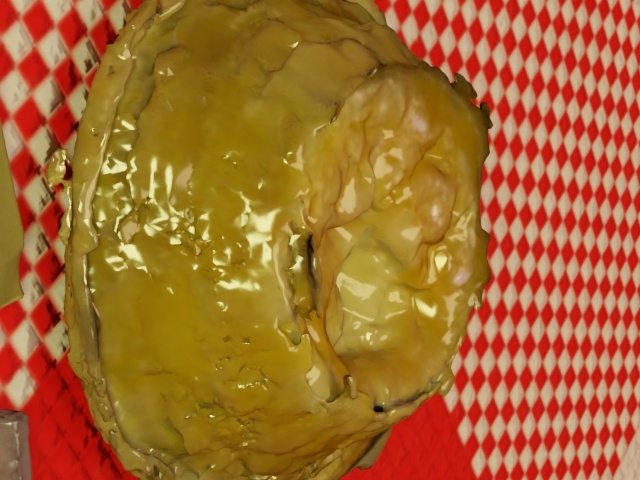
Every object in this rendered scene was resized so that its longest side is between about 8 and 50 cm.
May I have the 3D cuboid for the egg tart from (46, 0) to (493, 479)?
[{"bbox_3d":[0.000,0.000,0.868,0.315,0.120,0.314,-12,105,-53],"label":"egg tart"}]

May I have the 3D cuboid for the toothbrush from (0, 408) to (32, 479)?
[{"bbox_3d":[-0.127,0.246,0.801,0.029,0.024,0.353,-24,114,-57],"label":"toothbrush"}]

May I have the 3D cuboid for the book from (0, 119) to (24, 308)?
[{"bbox_3d":[-0.195,-0.025,0.676,0.192,0.013,0.168,-28,117,-50],"label":"book"}]
